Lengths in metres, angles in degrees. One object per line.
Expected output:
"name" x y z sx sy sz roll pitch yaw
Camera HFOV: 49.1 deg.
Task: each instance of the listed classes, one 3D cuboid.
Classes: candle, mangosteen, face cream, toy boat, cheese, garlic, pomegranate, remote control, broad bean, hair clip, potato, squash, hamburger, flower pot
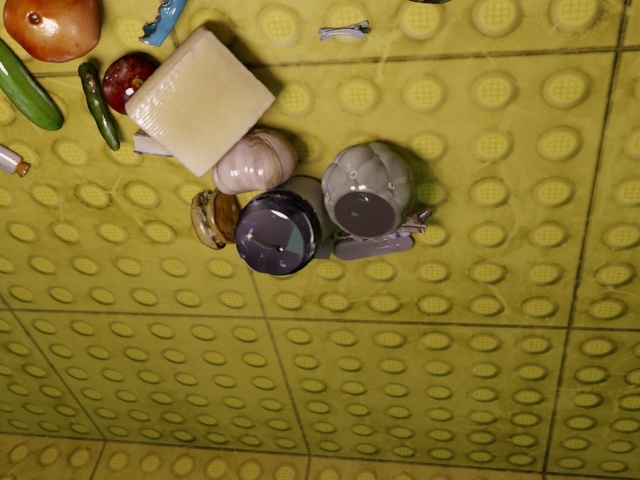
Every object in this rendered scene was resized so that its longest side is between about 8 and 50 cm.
"candle" -0.077 -0.053 1.849 0.221 0.342 0.221 6 112 15
"mangosteen" -0.447 -0.358 1.709 0.146 0.156 0.181 -23 145 3
"face cream" -0.924 -0.244 2.002 0.182 0.051 0.072 32 130 -22
"toy boat" -0.355 -0.520 1.563 0.077 0.075 0.185 24 134 -26
"cheese" -0.278 -0.321 1.636 0.265 0.124 0.242 -45 118 4
"garlic" -0.167 -0.203 1.777 0.228 0.228 0.152 -10 110 22
"pomegranate" -0.595 -0.499 1.553 0.209 0.209 0.209 6 137 6
"remote control" 0.153 0.016 2.064 0.245 0.022 0.077 -10 131 21
"broad bean" -0.562 -0.348 1.762 0.049 0.144 0.292 -21 158 -14
"hair clip" 0.178 -0.038 1.965 0.292 0.084 0.106 -8 139 28
"potato" -0.431 -0.263 1.856 0.122 0.086 0.061 7 123 8
"hair clip" 0.050 -0.463 1.565 0.115 0.039 0.030 -2 130 18
"squash" -0.767 -0.390 1.789 0.082 0.082 0.292 -11 133 23
"hamburger" -0.299 -0.065 1.977 0.113 0.177 0.185 -9 161 30
"flower pot" 0.124 -0.131 1.786 0.246 0.195 0.246 7 138 7

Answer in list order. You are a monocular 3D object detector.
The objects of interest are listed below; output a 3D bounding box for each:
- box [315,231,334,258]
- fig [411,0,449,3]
"box" 0.000 0.000 2.040 0.069 0.084 0.122 7 139 -6
"fig" 0.196 -0.589 1.335 0.203 0.235 0.203 15 180 0
